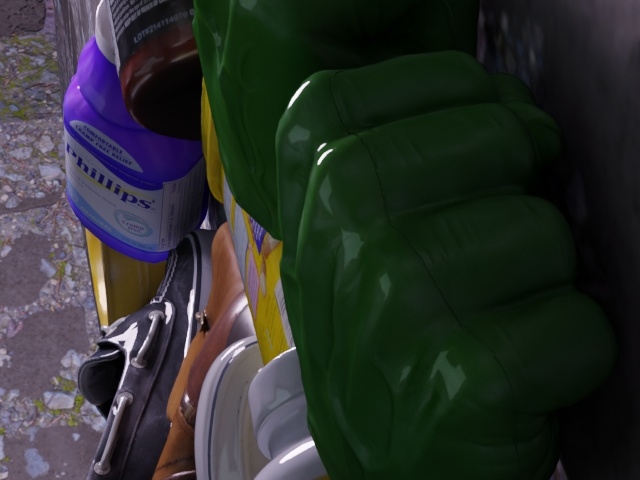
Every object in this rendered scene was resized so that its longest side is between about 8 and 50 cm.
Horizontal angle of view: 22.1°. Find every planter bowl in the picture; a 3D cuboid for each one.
[{"bbox_3d":[-0.167,-0.017,1.507,0.217,0.090,0.217,172,90,-80],"label":"planter bowl"}]

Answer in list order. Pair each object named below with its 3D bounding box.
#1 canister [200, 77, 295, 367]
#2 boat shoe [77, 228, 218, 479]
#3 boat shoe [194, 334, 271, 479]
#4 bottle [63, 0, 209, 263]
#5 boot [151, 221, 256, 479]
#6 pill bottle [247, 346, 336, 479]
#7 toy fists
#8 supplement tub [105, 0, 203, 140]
[{"bbox_3d":[0.000,0.000,0.722,0.126,0.073,0.170,99,158,-57],"label":"canister"},{"bbox_3d":[-0.125,0.097,1.201,0.301,0.102,0.108,-86,9,-46],"label":"boat shoe"},{"bbox_3d":[0.009,0.168,0.739,0.088,0.096,0.267,139,122,-72],"label":"boat shoe"},{"bbox_3d":[-0.137,-0.088,1.247,0.118,0.092,0.283,34,154,10],"label":"bottle"},{"bbox_3d":[-0.078,0.130,0.970,0.280,0.096,0.264,-145,69,-74],"label":"boot"},{"bbox_3d":[0.027,0.128,0.590,0.103,0.103,0.184,99,160,-56],"label":"pill bottle"},{"bbox_3d":[0.019,-0.032,0.559,0.142,0.096,0.279,82,171,-50],"label":"toy fists"},{"bbox_3d":[-0.066,-0.159,0.866,0.106,0.106,0.198,106,154,-64],"label":"supplement tub"}]
